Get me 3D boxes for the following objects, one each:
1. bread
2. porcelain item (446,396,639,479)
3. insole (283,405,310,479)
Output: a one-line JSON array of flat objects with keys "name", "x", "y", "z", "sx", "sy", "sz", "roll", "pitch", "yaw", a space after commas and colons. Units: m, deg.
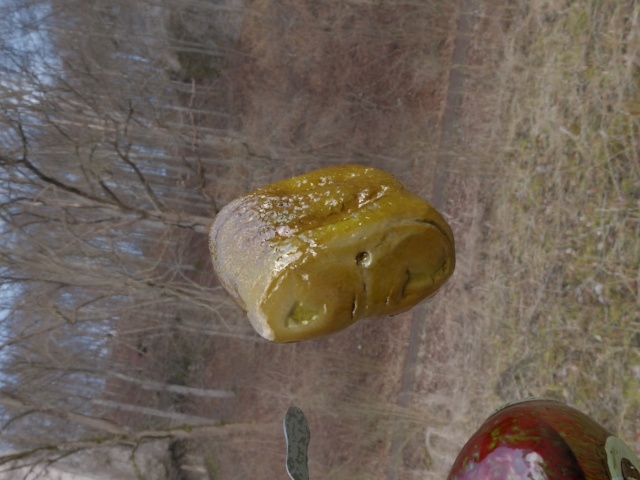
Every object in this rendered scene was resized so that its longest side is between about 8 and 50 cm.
[{"name": "bread", "x": -0.001, "y": -0.007, "z": 0.788, "sx": 0.337, "sy": 0.327, "sz": 0.148, "roll": -131, "pitch": 31, "yaw": -56}, {"name": "porcelain item", "x": 0.217, "y": 0.293, "z": 0.522, "sx": 0.253, "sy": 0.252, "sz": 0.253, "roll": 8, "pitch": -90, "yaw": -80}, {"name": "insole", "x": -0.043, "y": 0.374, "z": 0.952, "sx": 0.006, "sy": 0.065, "sz": 0.193, "roll": -47, "pitch": 16, "yaw": 14}]
